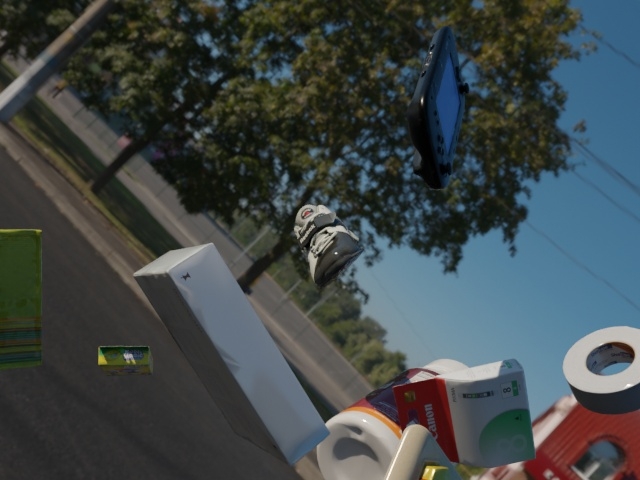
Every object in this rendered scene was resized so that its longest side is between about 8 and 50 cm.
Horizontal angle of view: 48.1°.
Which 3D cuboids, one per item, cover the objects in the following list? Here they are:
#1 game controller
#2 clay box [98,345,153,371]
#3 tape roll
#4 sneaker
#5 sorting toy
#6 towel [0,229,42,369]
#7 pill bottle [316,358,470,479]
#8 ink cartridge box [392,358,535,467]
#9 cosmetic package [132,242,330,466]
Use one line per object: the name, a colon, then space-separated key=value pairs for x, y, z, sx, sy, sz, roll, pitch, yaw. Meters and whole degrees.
game controller: x=0.200 y=-0.226 z=1.187 sx=0.067 sy=0.319 sz=0.166 roll=3 pitch=-50 yaw=16
clay box: x=-0.517 y=0.321 z=1.908 sx=0.222 sy=0.128 sz=0.053 roll=117 pitch=-28 yaw=-70
tape roll: x=0.680 y=0.297 z=1.657 sx=0.072 sy=0.219 sz=0.219 roll=58 pitch=-9 yaw=-23
sneaker: x=0.000 y=0.000 z=1.472 sx=0.146 sy=0.122 sz=0.330 roll=48 pitch=4 yaw=-7
sorting toy: x=0.138 y=0.366 z=0.896 sx=0.038 sy=0.193 sz=0.208 roll=-8 pitch=-50 yaw=42
towel: x=-0.519 y=0.100 z=1.207 sx=0.102 sy=0.237 sz=0.021 roll=-2 pitch=5 yaw=-41
pill bottle: x=0.193 y=0.407 z=1.549 sx=0.224 sy=0.224 sz=0.392 roll=44 pitch=35 yaw=22
ink cartridge box: x=0.255 y=0.319 z=1.264 sx=0.056 sy=0.225 sz=0.180 roll=-110 pitch=-173 yaw=-73
cosmetic package: x=-0.166 y=0.190 z=1.253 sx=0.377 sy=0.097 sz=0.284 roll=60 pitch=-21 yaw=-11
